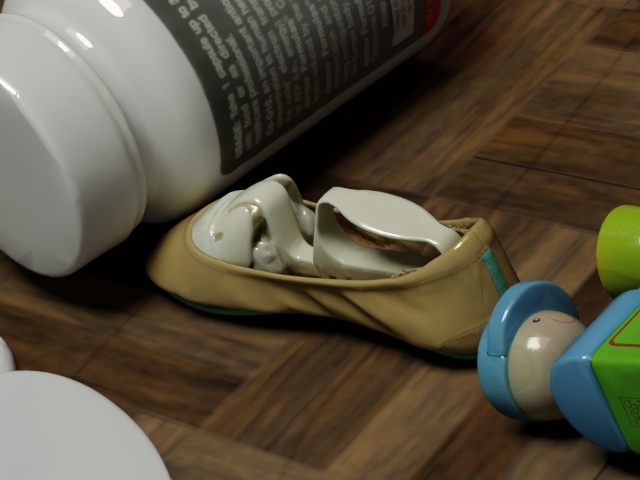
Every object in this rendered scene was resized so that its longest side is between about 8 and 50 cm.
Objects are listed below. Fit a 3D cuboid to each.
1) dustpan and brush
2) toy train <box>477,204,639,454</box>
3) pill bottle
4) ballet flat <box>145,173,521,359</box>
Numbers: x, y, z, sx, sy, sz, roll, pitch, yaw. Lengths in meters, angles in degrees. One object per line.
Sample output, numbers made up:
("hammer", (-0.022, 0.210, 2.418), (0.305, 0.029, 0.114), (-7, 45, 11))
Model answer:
("dustpan and brush", (-0.151, 0.095, 0.936), (0.147, 0.060, 0.211), (-11, 39, -9))
("toy train", (0.189, 0.004, 0.872), (0.143, 0.105, 0.248), (1, 36, 48))
("pill bottle", (-0.074, -0.112, 1.083), (0.161, 0.161, 0.283), (19, 45, 42))
("ballet flat", (0.000, 0.000, 0.976), (0.232, 0.073, 0.080), (9, 41, 35))
